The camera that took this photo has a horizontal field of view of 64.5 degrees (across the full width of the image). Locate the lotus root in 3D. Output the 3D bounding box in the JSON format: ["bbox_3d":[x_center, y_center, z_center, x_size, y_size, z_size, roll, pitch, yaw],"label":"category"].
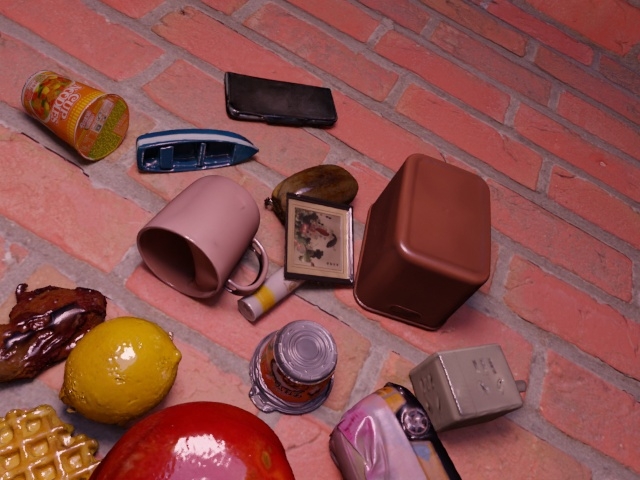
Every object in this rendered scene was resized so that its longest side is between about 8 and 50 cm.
[{"bbox_3d":[-0.011,-0.115,1.246,0.241,0.123,0.124,-23,77,-28],"label":"lotus root"}]

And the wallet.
[{"bbox_3d":[-0.112,-0.396,1.448,0.318,0.045,0.172,1,54,-19],"label":"wallet"}]

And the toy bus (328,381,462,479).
[{"bbox_3d":[0.150,0.456,0.888,0.162,0.171,0.386,-15,63,-24],"label":"toy bus"}]

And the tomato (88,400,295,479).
[{"bbox_3d":[-0.194,0.400,0.733,0.290,0.293,0.325,29,61,-15],"label":"tomato"}]

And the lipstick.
[{"bbox_3d":[-0.068,0.082,1.129,0.059,0.059,0.264,45,55,12],"label":"lipstick"}]

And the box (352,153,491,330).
[{"bbox_3d":[0.246,-0.002,1.195,0.239,0.229,0.339,20,53,-7],"label":"box"}]

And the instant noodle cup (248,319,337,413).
[{"bbox_3d":[-0.040,0.234,0.994,0.177,0.125,0.208,31,53,2],"label":"instant noodle cup"}]

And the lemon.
[{"bbox_3d":[-0.341,0.222,0.866,0.206,0.173,0.173,-31,71,-17],"label":"lemon"}]

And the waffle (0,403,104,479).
[{"bbox_3d":[-0.474,0.392,0.775,0.291,0.051,0.291,8,54,-12],"label":"waffle"}]

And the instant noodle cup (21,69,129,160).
[{"bbox_3d":[-0.563,-0.296,1.157,0.185,0.168,0.168,30,52,11],"label":"instant noodle cup"}]

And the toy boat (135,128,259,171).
[{"bbox_3d":[-0.295,-0.224,1.236,0.299,0.096,0.062,-9,52,-27],"label":"toy boat"}]

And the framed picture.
[{"bbox_3d":[0.000,0.000,1.154,0.195,0.010,0.199,9,74,-33],"label":"framed picture"}]

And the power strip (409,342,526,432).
[{"bbox_3d":[0.327,0.306,1.070,0.224,0.139,0.140,-3,58,-22],"label":"power strip"}]

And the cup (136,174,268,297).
[{"bbox_3d":[-0.214,0.000,1.057,0.253,0.191,0.200,36,49,-4],"label":"cup"}]

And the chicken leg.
[{"bbox_3d":[-0.545,0.160,0.898,0.322,0.083,0.177,-31,63,-35],"label":"chicken leg"}]
